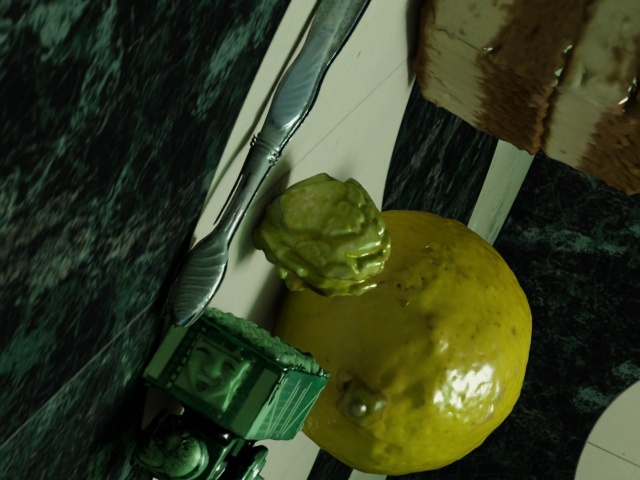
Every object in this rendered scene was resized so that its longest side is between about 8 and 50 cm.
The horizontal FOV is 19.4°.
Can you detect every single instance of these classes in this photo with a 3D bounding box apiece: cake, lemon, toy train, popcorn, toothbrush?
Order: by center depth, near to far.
[{"bbox_3d":[-0.016,-0.117,1.409,0.413,0.035,0.042,-62,-169,-13],"label":"toothbrush"},{"bbox_3d":[-0.075,0.144,1.503,0.154,0.115,0.269,-59,169,-1],"label":"toy train"},{"bbox_3d":[0.000,0.000,1.566,0.106,0.121,0.116,-19,137,-27],"label":"popcorn"},{"bbox_3d":[0.074,0.101,1.810,0.310,0.253,0.253,-43,156,-59],"label":"lemon"},{"bbox_3d":[0.266,-0.227,1.878,0.256,0.290,0.282,-62,171,-12],"label":"cake"}]
